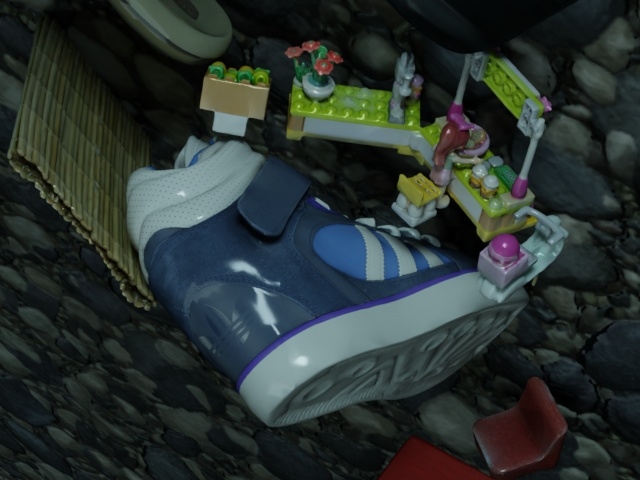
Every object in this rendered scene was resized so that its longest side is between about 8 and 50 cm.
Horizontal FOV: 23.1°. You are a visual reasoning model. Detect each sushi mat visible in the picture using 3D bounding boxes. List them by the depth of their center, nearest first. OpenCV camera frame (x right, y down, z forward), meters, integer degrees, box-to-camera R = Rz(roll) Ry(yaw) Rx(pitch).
[{"bbox_3d":[-0.176,-0.069,1.191,0.019,0.316,0.151,-32,114,9],"label":"sushi mat"}]

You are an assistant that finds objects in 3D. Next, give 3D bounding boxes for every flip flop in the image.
[{"bbox_3d":[-0.150,-0.239,1.080,0.080,0.112,0.277,-35,106,30],"label":"flip flop"}]

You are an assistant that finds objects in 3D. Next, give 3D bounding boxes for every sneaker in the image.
[{"bbox_3d":[-0.001,0.000,1.162,0.236,0.323,0.130,53,124,19],"label":"sneaker"}]

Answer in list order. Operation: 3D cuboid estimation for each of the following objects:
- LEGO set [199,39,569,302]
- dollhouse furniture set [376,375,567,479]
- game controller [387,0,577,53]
[{"bbox_3d":[0.056,-0.087,1.068,0.287,0.132,0.107,34,139,20],"label":"LEGO set"},{"bbox_3d":[0.242,0.211,1.220,0.374,0.201,0.152,27,148,25],"label":"dollhouse furniture set"},{"bbox_3d":[0.121,-0.209,0.907,0.166,0.067,0.319,31,152,-21],"label":"game controller"}]
